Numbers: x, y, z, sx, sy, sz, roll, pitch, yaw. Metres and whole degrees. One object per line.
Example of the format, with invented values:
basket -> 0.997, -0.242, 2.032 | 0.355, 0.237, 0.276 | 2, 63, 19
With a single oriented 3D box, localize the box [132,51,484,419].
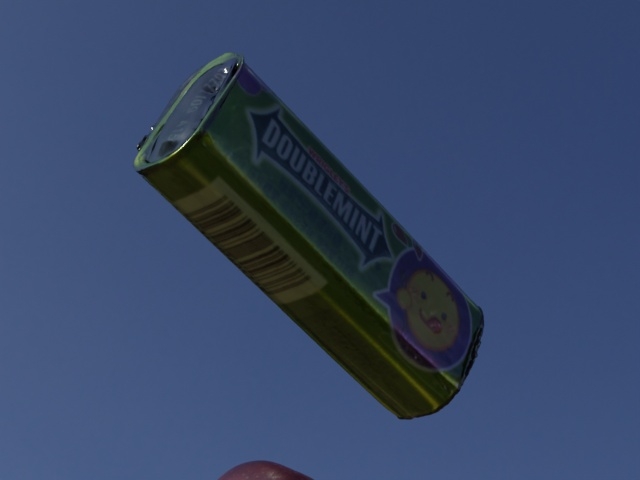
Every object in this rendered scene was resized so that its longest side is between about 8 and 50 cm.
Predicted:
box -> 0.000, 0.000, 1.194 | 0.097, 0.134, 0.345 | -19, -55, 43

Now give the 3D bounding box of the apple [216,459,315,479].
apple -> -0.057, 0.378, 1.677 | 0.218, 0.201, 0.218 | 22, -23, 10
